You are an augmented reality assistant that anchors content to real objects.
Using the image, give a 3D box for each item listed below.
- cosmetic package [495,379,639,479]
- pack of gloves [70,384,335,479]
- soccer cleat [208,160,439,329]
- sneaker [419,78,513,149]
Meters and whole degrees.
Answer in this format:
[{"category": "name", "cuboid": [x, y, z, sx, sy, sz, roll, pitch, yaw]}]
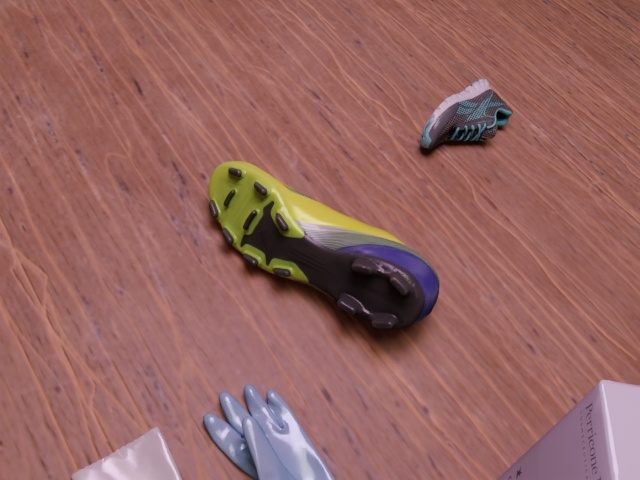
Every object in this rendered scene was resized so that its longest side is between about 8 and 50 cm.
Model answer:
[{"category": "cosmetic package", "cuboid": [0.223, 0.257, 0.464, 0.138, 0.225, 0.224, 12, 51, -2]}, {"category": "pack of gloves", "cuboid": [-0.067, 0.234, 0.540, 0.195, 0.046, 0.232, -24, 61, -28]}, {"category": "soccer cleat", "cuboid": [0.000, 0.001, 0.725, 0.289, 0.093, 0.121, 32, 23, 19]}, {"category": "sneaker", "cuboid": [0.204, -0.163, 0.894, 0.076, 0.065, 0.166, 43, 58, 17]}]
